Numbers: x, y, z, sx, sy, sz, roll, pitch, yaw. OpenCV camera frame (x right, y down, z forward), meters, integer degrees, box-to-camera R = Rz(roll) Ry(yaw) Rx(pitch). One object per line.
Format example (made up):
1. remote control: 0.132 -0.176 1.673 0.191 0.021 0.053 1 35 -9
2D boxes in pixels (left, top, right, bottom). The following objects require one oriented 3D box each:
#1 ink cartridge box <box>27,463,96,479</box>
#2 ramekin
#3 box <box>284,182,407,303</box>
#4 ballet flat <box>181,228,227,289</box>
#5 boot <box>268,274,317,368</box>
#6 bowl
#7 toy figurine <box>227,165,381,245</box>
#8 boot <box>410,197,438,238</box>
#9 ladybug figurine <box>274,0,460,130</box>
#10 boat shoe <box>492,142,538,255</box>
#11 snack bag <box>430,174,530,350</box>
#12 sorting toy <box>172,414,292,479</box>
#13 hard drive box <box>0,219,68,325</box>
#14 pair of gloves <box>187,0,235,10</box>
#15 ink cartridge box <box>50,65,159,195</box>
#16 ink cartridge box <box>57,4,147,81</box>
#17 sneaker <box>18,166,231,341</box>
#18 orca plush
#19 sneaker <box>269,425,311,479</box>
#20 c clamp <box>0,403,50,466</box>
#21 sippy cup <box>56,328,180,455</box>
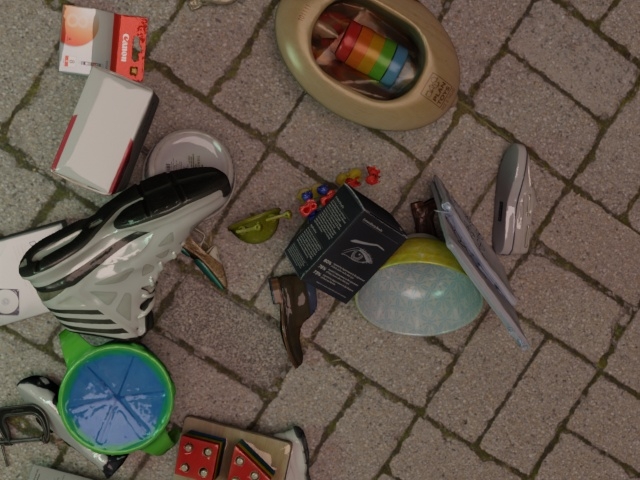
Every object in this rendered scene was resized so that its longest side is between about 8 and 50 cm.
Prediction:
1. ink cartridge box: -0.536 0.637 1.901 0.272 0.115 0.198 19 109 -12
2. ramekin: -0.282 -0.145 1.870 0.207 0.109 0.207 2 83 -12
3. box: 0.054 0.008 1.825 0.207 0.108 0.153 -47 131 13
4. ballet flat: -0.270 0.022 1.935 0.206 0.073 0.067 45 73 -15
5. boot: -0.045 0.181 1.982 0.106 0.082 0.219 -14 96 -6
6. bowl: 0.226 0.077 1.964 0.289 0.289 0.156 15 51 -11
7. toy figurine: 0.000 0.000 1.924 0.362 0.191 0.217 -23 104 -6
8. boot: 0.270 -0.043 2.038 0.106 0.037 0.114 -12 98 -2
9. ladybug figurine: 0.103 -0.410 1.906 0.449 0.162 0.305 31 91 -11
10. boat shoe: 0.472 -0.094 2.040 0.088 0.096 0.268 2 96 -14
11. snack bag: 0.348 0.039 1.893 0.037 0.342 0.323 -32 110 16
12. sorting toy: -0.217 0.556 1.943 0.255 0.089 0.257 13 93 9
13. hard drive box: -0.642 0.073 1.862 0.232 0.089 0.181 -17 99 -8
14. pair of gloves: -0.224 -0.638 1.888 0.204 0.042 0.240 -17 100 -11
15. ink cartridge box: -0.430 -0.219 1.758 0.131 0.306 0.226 22 91 -11
16. ink cartridge box: -0.471 -0.424 1.865 0.179 0.045 0.146 5 95 -8
17. sneaker: -0.356 0.039 1.770 0.447 0.169 0.258 -28 122 -5
18. orca plush: -0.531 0.386 1.904 0.287 0.151 0.102 33 48 11
19. sneaker: -0.077 0.586 2.019 0.129 0.111 0.297 -10 91 3
20. c clamp: -0.654 0.422 1.896 0.160 0.022 0.137 -16 100 23
21. sippy cup: -0.431 0.313 1.854 0.240 0.224 0.306 -4 96 -9
